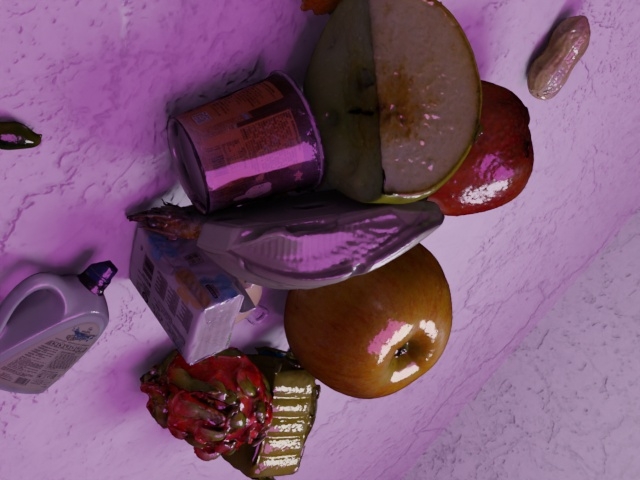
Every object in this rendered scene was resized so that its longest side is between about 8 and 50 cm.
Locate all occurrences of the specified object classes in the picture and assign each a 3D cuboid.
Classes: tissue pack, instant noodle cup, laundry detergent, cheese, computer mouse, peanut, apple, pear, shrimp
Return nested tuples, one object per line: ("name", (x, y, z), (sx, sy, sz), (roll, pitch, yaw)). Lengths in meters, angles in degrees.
("tissue pack", (-0.231, 0.079, 1.541), (0.145, 0.229, 0.159), (-18, 143, -36))
("instant noodle cup", (-0.130, -0.153, 1.403), (0.207, 0.217, 0.217), (-21, 144, -21))
("laundry detergent", (-0.471, 0.135, 1.459), (0.280, 0.105, 0.215), (-46, 148, 9))
("cheese", (-0.196, 0.145, 1.824), (0.163, 0.071, 0.249), (-33, 149, -16))
("computer mouse", (0.003, 0.003, 1.434), (0.429, 0.228, 0.145), (-10, 103, -17))
("peanut", (0.553, -0.426, 1.952), (0.099, 0.090, 0.214), (6, 123, -40))
("apple", (0.119, 0.169, 1.928), (0.400, 0.333, 0.400), (-21, 122, -38))
("pear", (0.103, -0.232, 1.434), (0.238, 0.318, 0.342), (-5, 92, -27))
("shrimp", (-0.197, -0.078, 1.516), (0.296, 0.169, 0.058), (3, 163, -16))

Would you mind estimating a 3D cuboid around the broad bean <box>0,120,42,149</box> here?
("broad bean", (-0.495, -0.137, 1.158), (0.227, 0.039, 0.069), (-18, 135, -34))

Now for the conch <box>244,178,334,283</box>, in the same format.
("conch", (0.000, -0.051, 1.667), (0.368, 0.197, 0.249), (-23, 160, 13))

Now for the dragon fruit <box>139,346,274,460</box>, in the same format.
("dragon fruit", (-0.247, 0.351, 1.849), (0.303, 0.237, 0.231), (33, 121, -25))

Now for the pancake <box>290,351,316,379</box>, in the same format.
("pancake", (-0.001, 0.305, 2.281), (0.253, 0.037, 0.253), (-30, 148, -21))

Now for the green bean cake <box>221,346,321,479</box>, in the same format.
("green bean cake", (-0.130, 0.414, 2.094), (0.202, 0.285, 0.310), (12, 96, -34))

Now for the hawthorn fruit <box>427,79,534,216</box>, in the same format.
("hawthorn fruit", (0.279, -0.182, 1.799), (0.369, 0.284, 0.285), (-24, 152, 12))

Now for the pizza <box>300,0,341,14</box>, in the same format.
("pizza", (0.034, -0.434, 1.376), (0.271, 0.056, 0.134), (-10, 134, -48))
